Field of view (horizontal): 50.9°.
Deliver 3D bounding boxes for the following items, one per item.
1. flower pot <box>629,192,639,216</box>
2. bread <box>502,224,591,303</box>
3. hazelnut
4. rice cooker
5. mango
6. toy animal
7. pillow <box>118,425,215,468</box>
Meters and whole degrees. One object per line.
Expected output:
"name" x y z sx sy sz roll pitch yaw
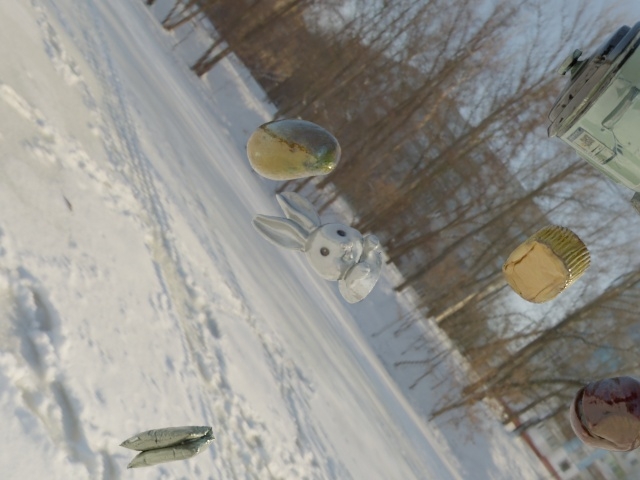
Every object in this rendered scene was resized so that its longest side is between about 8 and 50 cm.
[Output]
"flower pot" 0.773 -0.086 1.395 0.103 0.108 0.229 38 -7 -22
"bread" 0.477 0.048 1.415 0.132 0.114 0.190 51 -30 11
"hazelnut" 0.699 0.407 1.590 0.178 0.178 0.204 56 -38 22
"rice cooker" 0.577 -0.251 1.255 0.317 0.264 0.316 22 36 -17
"mango" -0.062 -0.223 1.664 0.316 0.193 0.146 19 -48 52
"toy animal" 0.003 0.000 1.118 0.221 0.103 0.131 38 -19 -15
"pillow" -0.335 0.456 1.509 0.134 0.182 0.077 22 56 -72
